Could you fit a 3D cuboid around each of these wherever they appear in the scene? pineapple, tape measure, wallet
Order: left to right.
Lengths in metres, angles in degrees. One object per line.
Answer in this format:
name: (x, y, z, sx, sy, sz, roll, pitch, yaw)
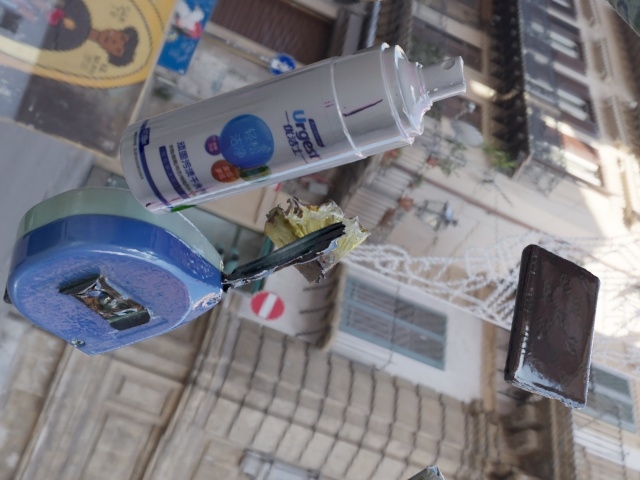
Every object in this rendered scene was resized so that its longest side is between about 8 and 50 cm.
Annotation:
tape measure: (-0.166, 0.018, 0.840, 0.351, 0.215, 0.098, -21, -129, 19)
pineapple: (0.000, 0.000, 0.997, 0.069, 0.137, 0.116, 129, -35, -57)
wallet: (0.369, 0.138, 1.251, 0.049, 0.182, 0.229, -15, -124, 55)

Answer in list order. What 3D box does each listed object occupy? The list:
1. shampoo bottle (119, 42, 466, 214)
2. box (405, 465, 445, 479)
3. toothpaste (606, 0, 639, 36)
shampoo bottle: (-0.023, -0.099, 0.683, 0.303, 0.092, 0.092, -13, -141, 20)
box: (0.160, 0.414, 1.285, 0.098, 0.045, 0.062, -41, -118, 21)
toothpaste: (0.327, -0.196, 0.719, 0.061, 0.099, 0.392, -23, -139, 10)
